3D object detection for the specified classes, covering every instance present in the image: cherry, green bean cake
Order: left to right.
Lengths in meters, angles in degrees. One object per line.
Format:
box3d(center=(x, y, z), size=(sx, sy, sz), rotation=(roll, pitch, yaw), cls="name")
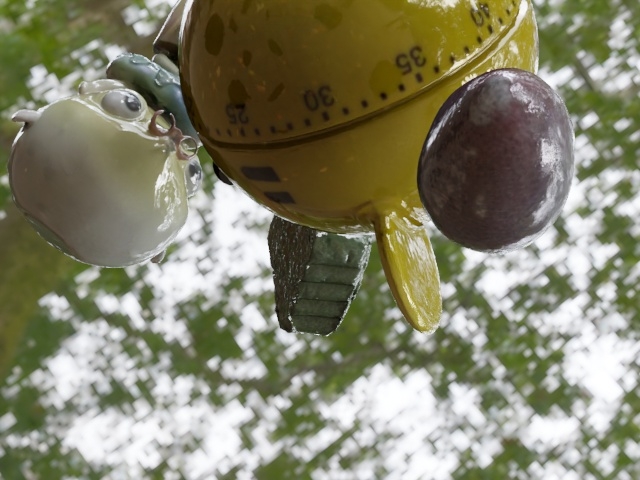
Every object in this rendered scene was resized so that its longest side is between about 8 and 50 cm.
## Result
box3d(center=(0.000, 0.000, 2.031), size=(0.094, 0.185, 0.183), rotation=(10, -44, -12), cls="green bean cake")
box3d(center=(0.128, -0.085, 1.213), size=(0.115, 0.188, 0.148), rotation=(-3, -37, 22), cls="cherry")

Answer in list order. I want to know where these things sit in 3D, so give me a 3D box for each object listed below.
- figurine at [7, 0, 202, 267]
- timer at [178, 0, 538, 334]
box3d(center=(-0.191, -0.156, 1.872), size=(0.274, 0.394, 0.226), rotation=(10, -32, 53), cls="figurine")
box3d(center=(0.046, -0.135, 1.615), size=(0.376, 0.376, 0.387), rotation=(9, -50, 47), cls="timer")
